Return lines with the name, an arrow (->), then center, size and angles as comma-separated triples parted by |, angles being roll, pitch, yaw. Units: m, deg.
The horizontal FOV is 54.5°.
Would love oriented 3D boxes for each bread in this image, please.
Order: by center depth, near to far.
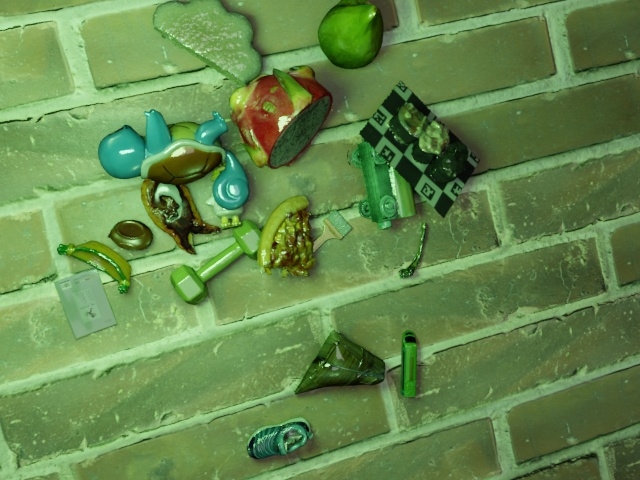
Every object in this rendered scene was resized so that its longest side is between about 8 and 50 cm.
bread -> -0.307, -0.594, 1.797 | 0.337, 0.102, 0.183 | 33, 83, -9
bread -> -0.421, -0.085, 1.816 | 0.139, 0.095, 0.268 | -38, 114, -5

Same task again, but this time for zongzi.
zongzi -> 0.066, 0.430, 1.933 | 0.221, 0.112, 0.242 | 32, 95, -12

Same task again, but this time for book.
book -> -0.684, 0.183, 1.812 | 0.127, 0.014, 0.181 | -20, 97, -9

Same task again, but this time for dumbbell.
dumbbell -> -0.296, 0.065, 1.834 | 0.302, 0.121, 0.108 | -37, 70, -6

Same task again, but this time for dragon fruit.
dragon fruit -> -0.132, -0.366, 1.757 | 0.226, 0.305, 0.305 | 43, 85, 11

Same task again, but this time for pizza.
pizza -> -0.077, 0.010, 1.846 | 0.228, 0.081, 0.289 | 55, 46, -31

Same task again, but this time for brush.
brush -> 0.000, 0.000, 1.938 | 0.205, 0.011, 0.083 | -42, 99, -5

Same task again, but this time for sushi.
sushi -> 0.338, -0.301, 1.877 | 0.373, 0.100, 0.296 | 43, 57, -10

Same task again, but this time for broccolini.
broccolini -> 0.306, 0.038, 1.995 | 0.052, 0.054, 0.194 | 27, 80, -42

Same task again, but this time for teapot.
teapot -> -0.551, -0.010, 1.802 | 0.129, 0.078, 0.098 | 14, 50, -3

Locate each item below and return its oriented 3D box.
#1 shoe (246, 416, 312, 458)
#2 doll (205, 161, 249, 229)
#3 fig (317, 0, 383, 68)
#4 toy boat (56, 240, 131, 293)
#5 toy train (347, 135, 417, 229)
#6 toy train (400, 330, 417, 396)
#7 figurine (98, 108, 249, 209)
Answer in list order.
shoe -> -0.125, 0.613, 1.905 | 0.207, 0.106, 0.091 | -19, 96, -4
doll -> -0.275, -0.134, 1.827 | 0.129, 0.081, 0.207 | -8, 81, -12
fig -> 0.101, -0.609, 1.785 | 0.206, 0.275, 0.205 | -1, 95, -11
toy boat -> -0.631, 0.065, 1.771 | 0.230, 0.089, 0.088 | 34, 49, -5
toy train -> 0.198, -0.191, 1.927 | 0.190, 0.126, 0.307 | -15, 96, -41
toy train -> 0.287, 0.397, 2.003 | 0.044, 0.042, 0.209 | 0, 94, -12
figurine -> -0.380, -0.244, 1.706 | 0.417, 0.298, 0.242 | 15, 91, -16
